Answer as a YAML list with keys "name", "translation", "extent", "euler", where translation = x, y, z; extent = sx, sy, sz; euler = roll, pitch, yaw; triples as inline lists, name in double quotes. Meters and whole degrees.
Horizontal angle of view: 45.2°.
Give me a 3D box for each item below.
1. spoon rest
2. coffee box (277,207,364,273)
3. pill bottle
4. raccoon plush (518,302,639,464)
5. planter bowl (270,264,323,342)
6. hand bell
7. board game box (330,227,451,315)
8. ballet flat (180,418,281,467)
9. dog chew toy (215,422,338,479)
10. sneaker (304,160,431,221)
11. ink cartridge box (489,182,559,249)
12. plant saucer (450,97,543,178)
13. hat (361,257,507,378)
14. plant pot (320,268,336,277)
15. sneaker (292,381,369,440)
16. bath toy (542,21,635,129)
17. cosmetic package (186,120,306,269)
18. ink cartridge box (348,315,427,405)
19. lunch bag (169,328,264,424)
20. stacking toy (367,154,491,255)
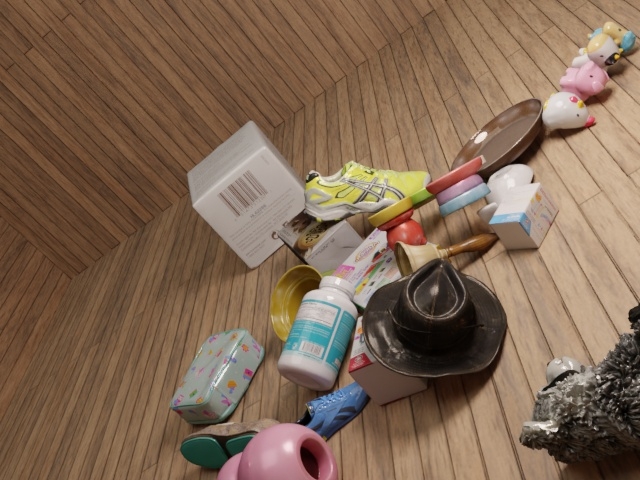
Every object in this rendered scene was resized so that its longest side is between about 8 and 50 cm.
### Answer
- name: "spoon rest"
  translation: [0.458, -0.109, 1.917]
  extent: [0.137, 0.084, 0.276]
  euler: [-28, 14, 35]
- name: "coffee box"
  translation: [0.000, 0.000, 2.353]
  extent: [0.168, 0.119, 0.297]
  euler: [-43, 24, -4]
- name: "pill bottle"
  translation: [0.003, 0.223, 1.885]
  extent: [0.146, 0.146, 0.264]
  euler: [-11, 49, 50]
- name: "raccoon plush"
  translation: [0.477, 0.281, 1.075]
  extent: [0.299, 0.216, 0.446]
  euler: [-47, 23, 7]
- name: "planter bowl"
  translation: [-0.031, 0.181, 2.087]
  extent: [0.217, 0.090, 0.217]
  euler: [-16, 66, 41]
- name: "hand bell"
  translation: [0.311, 0.028, 1.836]
  extent: [0.242, 0.126, 0.126]
  euler: [-17, 22, -10]
- name: "board game box"
  translation: [0.165, 0.088, 2.022]
  extent: [0.242, 0.064, 0.316]
  euler: [-46, 24, -9]
- name: "ballet flat"
  translation: [-0.210, 0.493, 1.891]
  extent: [0.316, 0.107, 0.106]
  euler: [-14, 15, 38]
- name: "dog chew toy"
  translation: [-0.121, 0.516, 1.586]
  extent: [0.332, 0.206, 0.206]
  euler: [-38, 22, 30]
- name: "sneaker"
  translation: [0.139, -0.160, 2.243]
  extent: [0.385, 0.147, 0.145]
  euler: [-13, 19, -9]
- name: "ink cartridge box"
  translation: [0.473, -0.062, 1.774]
  extent: [0.090, 0.092, 0.143]
  euler: [-6, 43, 53]
- name: "plant saucer"
  translation: [0.490, -0.265, 2.101]
  extent: [0.310, 0.050, 0.310]
  euler: [-42, 14, 13]
- name: "hat"
  translation: [0.235, 0.126, 1.593]
  extent: [0.331, 0.134, 0.331]
  euler: [-4, 38, 3]
- name: "plant pot"
  translation: [0.019, 0.120, 2.189]
  extent: [0.079, 0.083, 0.083]
  euler: [-26, 26, 4]
- name: "sneaker"
  translation: [0.024, 0.376, 1.730]
  extent: [0.209, 0.082, 0.069]
  euler: [-41, 22, -2]
- name: "bath toy"
  translation: [0.702, -0.421, 2.009]
  extent: [0.129, 0.151, 0.348]
  euler: [23, 62, 25]
- name: "cosmetic package"
  translation: [-0.248, -0.174, 2.770]
  extent: [0.329, 0.327, 0.393]
  euler: [-39, 25, 5]
- name: "ink cartridge box"
  translation: [0.155, 0.244, 1.694]
  extent: [0.128, 0.127, 0.176]
  euler: [-28, 26, 28]
- name: "lunch bag"
  translation: [-0.290, 0.381, 2.164]
  extent: [0.224, 0.108, 0.279]
  euler: [-21, 30, 45]
- name: "stacking toy"
  translation: [0.306, -0.086, 1.942]
  extent: [0.309, 0.130, 0.279]
  euler: [-29, -1, 30]
